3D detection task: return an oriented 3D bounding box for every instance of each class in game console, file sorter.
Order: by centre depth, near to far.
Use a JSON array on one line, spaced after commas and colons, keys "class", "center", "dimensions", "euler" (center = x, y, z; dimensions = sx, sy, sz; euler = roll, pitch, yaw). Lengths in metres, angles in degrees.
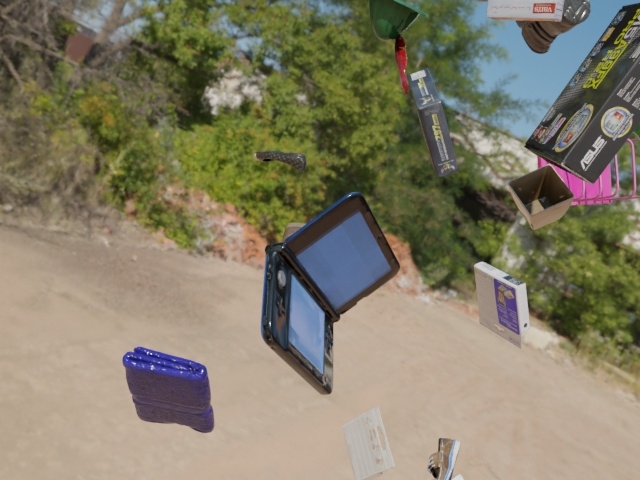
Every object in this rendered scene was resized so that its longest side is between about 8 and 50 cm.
[{"class": "game console", "center": [0.032, 0.103, 1.192], "dimensions": [0.173, 0.250, 0.293], "euler": [-11, -34, 18]}, {"class": "file sorter", "center": [0.851, -0.216, 2.113], "dimensions": [0.290, 0.202, 0.182], "euler": [-4, 1, -24]}]

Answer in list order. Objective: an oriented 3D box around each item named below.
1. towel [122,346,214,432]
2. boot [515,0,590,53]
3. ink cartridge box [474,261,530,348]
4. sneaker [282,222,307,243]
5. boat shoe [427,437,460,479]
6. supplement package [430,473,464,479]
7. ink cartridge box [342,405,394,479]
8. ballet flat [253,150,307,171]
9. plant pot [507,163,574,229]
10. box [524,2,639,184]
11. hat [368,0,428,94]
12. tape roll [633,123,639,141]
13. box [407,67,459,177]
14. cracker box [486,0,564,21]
[{"class": "towel", "center": [-0.396, 0.398, 1.813], "dimensions": [0.227, 0.308, 0.076], "euler": [10, 49, 4]}, {"class": "boot", "center": [0.557, -0.672, 1.767], "dimensions": [0.118, 0.338, 0.222], "euler": [-13, -2, -12]}, {"class": "ink cartridge box", "center": [0.546, 0.192, 2.049], "dimensions": [0.045, 0.208, 0.206], "euler": [-18, 23, -19]}, {"class": "sneaker", "center": [0.000, 0.000, 1.613], "dimensions": [0.188, 0.071, 0.066], "euler": [-1, -33, 21]}, {"class": "boat shoe", "center": [0.309, 0.580, 1.746], "dimensions": [0.066, 0.066, 0.183], "euler": [15, 29, 16]}, {"class": "supplement package", "center": [0.341, 0.749, 1.819], "dimensions": [0.194, 0.149, 0.203], "euler": [57, -17, 12]}, {"class": "ink cartridge box", "center": [0.124, 0.486, 1.623], "dimensions": [0.045, 0.179, 0.146], "euler": [2, 61, -32]}, {"class": "ballet flat", "center": [-0.116, -0.221, 1.871], "dimensions": [0.173, 0.049, 0.057], "euler": [11, 11, 31]}, {"class": "plant pot", "center": [0.505, -0.089, 1.565], "dimensions": [0.096, 0.109, 0.109], "euler": [67, -1, -54]}, {"class": "box", "center": [0.433, -0.226, 1.020], "dimensions": [0.060, 0.270, 0.216], "euler": [32, 14, -5]}, {"class": "hat", "center": [0.148, -0.495, 1.646], "dimensions": [0.172, 0.184, 0.208], "euler": [16, 23, -23]}, {"class": "tape roll", "center": [0.655, -0.281, 1.115], "dimensions": [0.321, 0.321, 0.077], "euler": [27, 0, 16]}, {"class": "box", "center": [0.267, -0.284, 1.625], "dimensions": [0.233, 0.059, 0.183], "euler": [-89, 159, -57]}, {"class": "cracker box", "center": [0.460, -0.604, 1.489], "dimensions": [0.155, 0.232, 0.067], "euler": [14, 18, 32]}]
